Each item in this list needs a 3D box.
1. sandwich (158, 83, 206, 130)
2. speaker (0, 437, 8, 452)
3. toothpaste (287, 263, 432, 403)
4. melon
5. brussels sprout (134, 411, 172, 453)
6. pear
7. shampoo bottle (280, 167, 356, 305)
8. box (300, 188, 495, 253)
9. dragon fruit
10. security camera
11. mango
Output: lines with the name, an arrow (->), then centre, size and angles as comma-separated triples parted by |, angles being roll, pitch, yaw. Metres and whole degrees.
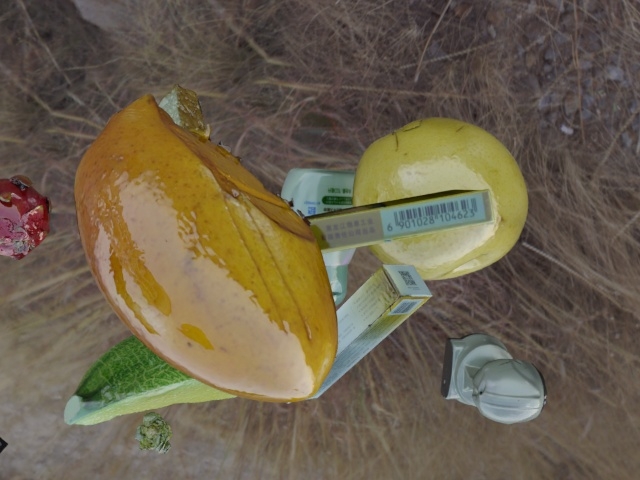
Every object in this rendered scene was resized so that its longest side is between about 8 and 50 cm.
sandwich -> -0.295, -0.152, 1.232 | 0.087, 0.251, 0.226 | 9, 144, -45
speaker -> -0.294, 0.089, 0.384 | 0.046, 0.040, 0.191 | -34, 105, 27
toothpaste -> 0.044, 0.160, 0.978 | 0.313, 0.089, 0.071 | -49, 57, 31
melon -> -0.264, 0.222, 1.017 | 0.196, 0.323, 0.124 | 24, 108, 38
brussels sprout -> -0.312, 0.374, 1.160 | 0.058, 0.085, 0.085 | 12, 135, -37
pear -> 0.235, -0.083, 1.213 | 0.348, 0.348, 0.349 | 8, 123, 12
shampoo bottle -> 0.000, 0.000, 1.480 | 0.151, 0.221, 0.350 | 13, 101, 55
box -> 0.027, -0.013, 0.638 | 0.278, 0.153, 0.041 | -10, 95, 2
dragon fruit -> -0.504, -0.042, 0.967 | 0.165, 0.133, 0.136 | 16, 108, 24
security camera -> 0.446, 0.358, 1.527 | 0.191, 0.277, 0.197 | 5, 95, -12
mango -> -0.082, 0.014, 0.444 | 0.252, 0.153, 0.126 | 49, 121, 19
